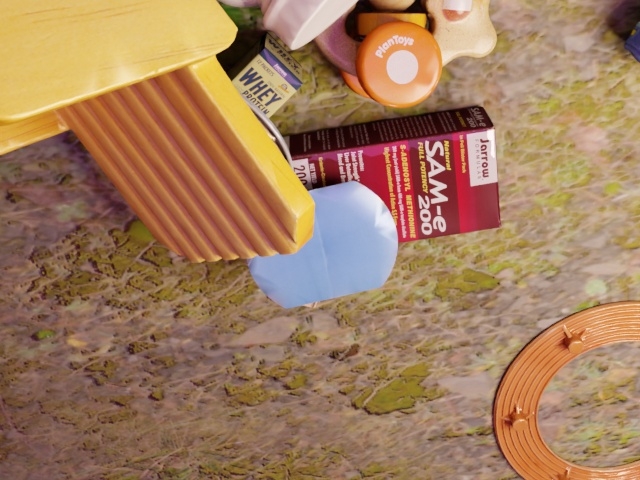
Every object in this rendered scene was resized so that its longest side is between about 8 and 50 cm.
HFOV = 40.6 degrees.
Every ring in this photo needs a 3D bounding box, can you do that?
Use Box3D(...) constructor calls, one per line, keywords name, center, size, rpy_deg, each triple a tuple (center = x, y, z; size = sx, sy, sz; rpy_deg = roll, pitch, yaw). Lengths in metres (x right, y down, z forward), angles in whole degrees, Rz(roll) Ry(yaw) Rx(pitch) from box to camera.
Box3D(name="ring", center=(0.406, 0.233, 1.180), size=(0.337, 0.032, 0.336), rpy_deg=(-1, 116, -2))

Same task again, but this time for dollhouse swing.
Box3D(name="dollhouse swing", center=(-0.235, -0.067, 0.783), size=(0.315, 0.347, 0.305), rpy_deg=(-29, 103, -34))

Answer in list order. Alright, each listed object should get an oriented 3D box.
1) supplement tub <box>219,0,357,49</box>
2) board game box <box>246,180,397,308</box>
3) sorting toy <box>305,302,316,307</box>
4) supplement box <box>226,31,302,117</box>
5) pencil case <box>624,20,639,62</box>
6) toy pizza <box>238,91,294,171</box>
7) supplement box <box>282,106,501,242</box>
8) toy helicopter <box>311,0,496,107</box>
Box3D(name="supplement tub", center=(-0.064, -0.347, 0.701), size=(0.241, 0.241, 0.331), rpy_deg=(-42, 94, 17))
Box3D(name="board game box", center=(0.000, 0.000, 0.969), size=(0.169, 0.033, 0.133), rpy_deg=(-13, 113, 0))
Box3D(name="sorting toy", center=(-0.023, 0.045, 1.080), size=(0.062, 0.012, 0.083), rpy_deg=(17, 115, -10))
Box3D(name="supplement box", center=(-0.068, -0.168, 0.931), size=(0.083, 0.083, 0.056), rpy_deg=(-42, 110, 16))
Box3D(name="pencil case", center=(0.444, -0.290, 0.870), size=(0.133, 0.119, 0.306), rpy_deg=(21, 114, -24))
Box3D(name="toy pizza", center=(-0.122, -0.100, 0.930), size=(0.201, 0.032, 0.201), rpy_deg=(22, 148, 15))
Box3D(name="supplement box", center=(0.080, -0.066, 0.994), size=(0.239, 0.073, 0.130), rpy_deg=(-9, 118, 2))
Box3D(name="toy helicopter", center=(0.138, -0.303, 0.870), size=(0.355, 0.140, 0.235), rpy_deg=(-28, 106, 0))
